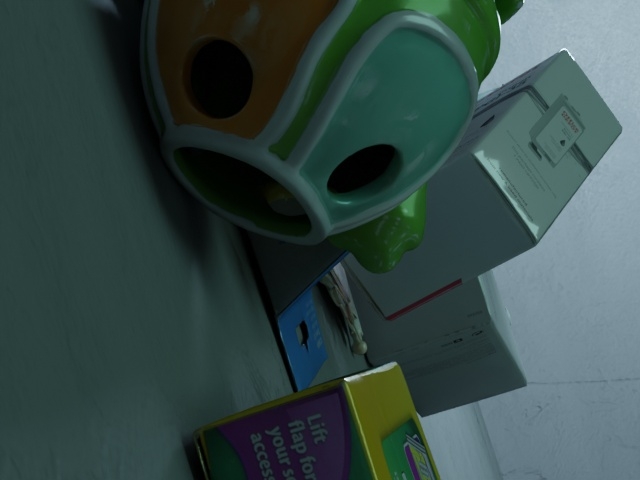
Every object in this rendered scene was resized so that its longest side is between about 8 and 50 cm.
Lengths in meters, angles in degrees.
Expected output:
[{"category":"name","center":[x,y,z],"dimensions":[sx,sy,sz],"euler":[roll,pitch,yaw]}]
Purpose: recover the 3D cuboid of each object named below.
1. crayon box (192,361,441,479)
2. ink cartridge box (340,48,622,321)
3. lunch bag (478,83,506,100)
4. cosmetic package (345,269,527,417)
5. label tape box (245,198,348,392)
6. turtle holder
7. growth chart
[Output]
[{"category":"crayon box","center":[0.046,0.266,1.164],"dimensions":[0.313,0.106,0.363],"euler":[10,61,-81]},{"category":"ink cartridge box","center":[0.163,-0.060,1.903],"dimensions":[0.117,0.207,0.283],"euler":[54,37,-7]},{"category":"lunch bag","center":[0.159,-0.100,2.344],"dimensions":[0.224,0.279,0.108],"euler":[-74,141,-75]},{"category":"cosmetic package","center":[0.135,0.074,2.207],"dimensions":[0.365,0.155,0.197],"euler":[55,17,-69]},{"category":"label tape box","center":[-0.012,-0.055,1.569],"dimensions":[0.240,0.106,0.333],"euler":[-40,111,-82]},{"category":"turtle holder","center":[-0.010,-0.115,1.306],"dimensions":[0.320,0.243,0.227],"euler":[107,6,-70]},{"category":"growth chart","center":[0.000,0.000,1.881],"dimensions":[0.237,0.021,0.172],"euler":[64,11,-50]}]
